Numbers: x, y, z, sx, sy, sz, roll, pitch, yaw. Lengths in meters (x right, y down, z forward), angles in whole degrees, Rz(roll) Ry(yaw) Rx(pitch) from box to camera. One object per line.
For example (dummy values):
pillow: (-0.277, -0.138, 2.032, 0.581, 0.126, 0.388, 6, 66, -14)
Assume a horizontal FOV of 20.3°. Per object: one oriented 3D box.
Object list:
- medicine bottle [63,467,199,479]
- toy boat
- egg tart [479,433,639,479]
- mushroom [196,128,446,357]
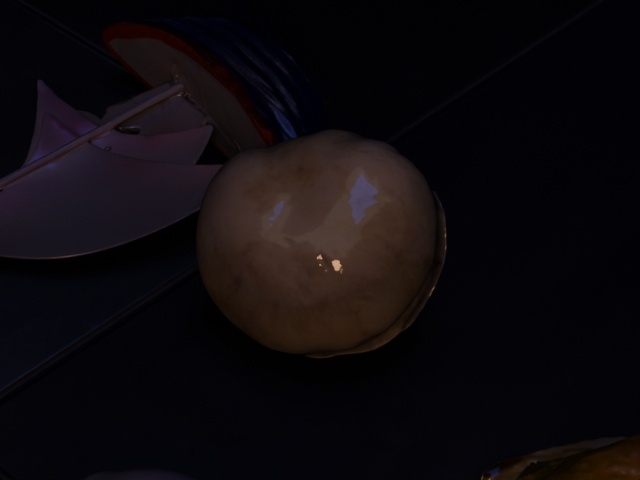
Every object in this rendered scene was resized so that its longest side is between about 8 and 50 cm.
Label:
medicine bottle: (-0.163, 0.229, 0.686, 0.302, 0.241, 0.241, -13, 39, 11)
toy boat: (-0.120, -0.051, 1.191, 0.219, 0.072, 0.318, 19, 45, 20)
egg tart: (0.187, 0.186, 0.903, 0.295, 0.116, 0.295, 3, 42, -3)
mushroom: (0.000, 0.000, 1.108, 0.154, 0.122, 0.154, -5, 72, 17)
